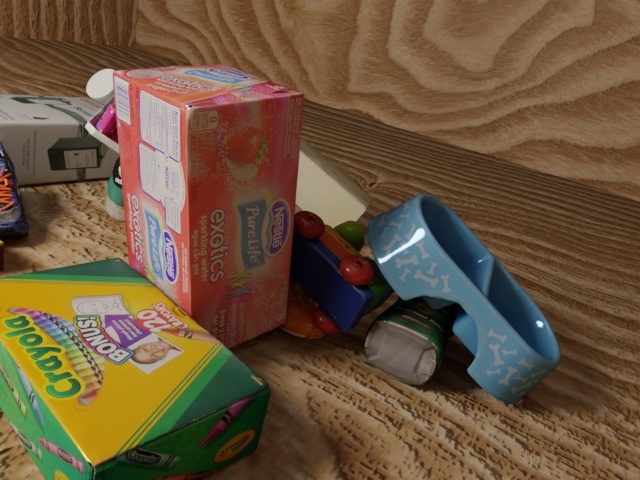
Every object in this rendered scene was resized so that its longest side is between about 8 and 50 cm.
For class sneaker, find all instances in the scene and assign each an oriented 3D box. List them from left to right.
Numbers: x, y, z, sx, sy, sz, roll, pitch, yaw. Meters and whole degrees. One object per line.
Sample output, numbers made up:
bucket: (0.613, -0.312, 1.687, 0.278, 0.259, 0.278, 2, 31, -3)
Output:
sneaker: (-0.492, -0.078, 0.803, 0.083, 0.087, 0.221, -8, 40, -37)
sneaker: (-0.299, -0.155, 1.000, 0.108, 0.121, 0.302, 20, 33, -7)
sneaker: (-0.041, 0.073, 0.734, 0.064, 0.067, 0.175, 2, 26, -29)

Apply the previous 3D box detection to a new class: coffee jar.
coffee jar: (0.133, 0.112, 0.720, 0.096, 0.078, 0.184, 22, 23, 18)

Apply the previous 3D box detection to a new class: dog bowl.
dog bowl: (0.186, 0.064, 0.678, 0.297, 0.074, 0.166, 48, 30, 0)

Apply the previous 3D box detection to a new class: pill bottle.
pill bottle: (-0.456, -0.310, 1.259, 0.108, 0.107, 0.180, 24, -15, 24)

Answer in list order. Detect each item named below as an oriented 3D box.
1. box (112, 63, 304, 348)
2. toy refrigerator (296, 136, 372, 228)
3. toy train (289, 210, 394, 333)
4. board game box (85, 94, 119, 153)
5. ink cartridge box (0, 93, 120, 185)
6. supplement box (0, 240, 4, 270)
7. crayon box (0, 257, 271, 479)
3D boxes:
box: (-0.127, -0.034, 0.615, 0.142, 0.299, 0.154, -19, 37, -38)
toy refrigerator: (-0.035, -0.125, 1.028, 0.270, 0.094, 0.102, 40, 19, -1)
toy train: (0.000, 0.000, 0.720, 0.248, 0.105, 0.143, 44, 36, 25)
board game box: (-0.189, -0.141, 0.954, 0.390, 0.050, 0.390, 35, 14, -23)
ink cartridge box: (-0.537, -0.203, 1.048, 0.211, 0.121, 0.289, 28, 26, 31)
supplement box: (-0.453, 0.010, 0.687, 0.083, 0.043, 0.055, 27, 26, 29)
crayon box: (-0.203, 0.120, 0.510, 0.279, 0.081, 0.165, 30, 27, 35)
